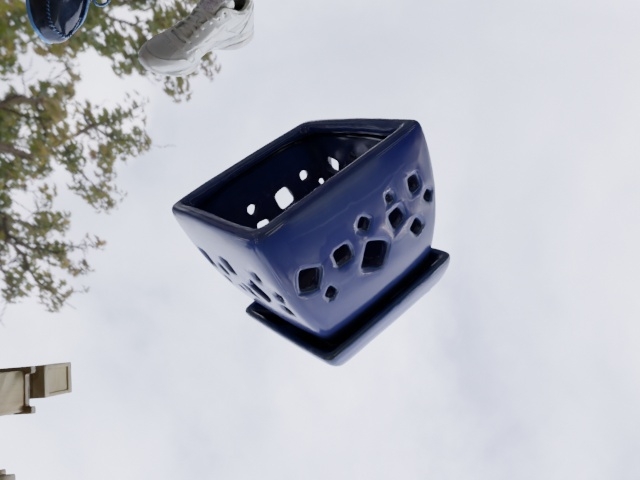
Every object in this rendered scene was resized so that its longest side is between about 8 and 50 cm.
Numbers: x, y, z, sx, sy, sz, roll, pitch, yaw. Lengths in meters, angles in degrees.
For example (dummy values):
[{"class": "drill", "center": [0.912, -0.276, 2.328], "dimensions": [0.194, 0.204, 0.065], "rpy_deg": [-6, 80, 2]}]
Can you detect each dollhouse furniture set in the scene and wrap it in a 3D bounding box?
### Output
[{"class": "dollhouse furniture set", "center": [-0.400, 0.237, 0.710], "dimensions": [0.101, 0.182, 0.161], "rpy_deg": [-6, -99, 12]}]

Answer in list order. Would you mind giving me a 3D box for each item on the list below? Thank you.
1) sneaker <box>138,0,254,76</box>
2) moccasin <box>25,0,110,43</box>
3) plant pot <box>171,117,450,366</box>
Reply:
[{"class": "sneaker", "center": [-0.262, -0.457, 1.253], "dimensions": [0.114, 0.152, 0.305], "rpy_deg": [41, -124, 13]}, {"class": "moccasin", "center": [-0.476, -0.543, 1.145], "dimensions": [0.117, 0.138, 0.342], "rpy_deg": [0, -107, 11]}, {"class": "plant pot", "center": [0.000, 0.000, 0.702], "dimensions": [0.236, 0.212, 0.236], "rpy_deg": [-37, -151, -23]}]
